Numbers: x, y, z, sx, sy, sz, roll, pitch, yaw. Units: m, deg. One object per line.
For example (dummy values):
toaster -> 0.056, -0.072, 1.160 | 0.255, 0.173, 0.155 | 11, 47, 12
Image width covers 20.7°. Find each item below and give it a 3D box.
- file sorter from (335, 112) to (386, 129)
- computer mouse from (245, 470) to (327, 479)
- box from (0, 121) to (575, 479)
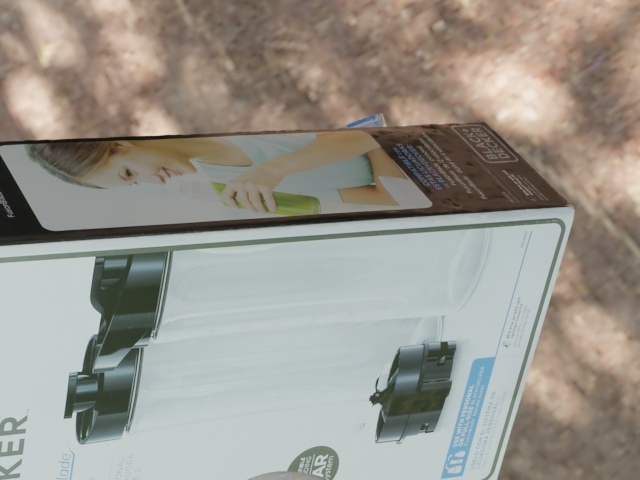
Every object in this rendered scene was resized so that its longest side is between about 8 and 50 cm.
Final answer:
file sorter -> 0.000, 0.000, 1.183 | 0.118, 0.170, 0.104 | -18, 107, 10
computer mouse -> -0.017, 0.163, 0.522 | 0.106, 0.042, 0.193 | 17, 92, 26
box -> -0.045, 0.043, 0.789 | 0.087, 0.290, 0.169 | 52, 137, 49
